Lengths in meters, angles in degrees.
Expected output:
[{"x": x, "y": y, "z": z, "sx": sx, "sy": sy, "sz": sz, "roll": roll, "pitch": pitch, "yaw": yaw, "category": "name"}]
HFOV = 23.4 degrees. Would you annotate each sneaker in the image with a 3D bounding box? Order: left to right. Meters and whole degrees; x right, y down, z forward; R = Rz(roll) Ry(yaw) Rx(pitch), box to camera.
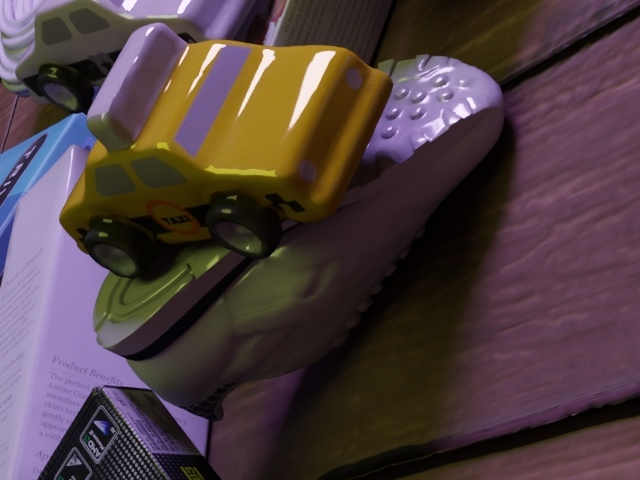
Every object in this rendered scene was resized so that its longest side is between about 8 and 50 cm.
[{"x": 0.000, "y": 0.000, "z": 0.769, "sx": 0.235, "sy": 0.095, "sz": 0.090, "roll": -35, "pitch": 31, "yaw": 15, "category": "sneaker"}]

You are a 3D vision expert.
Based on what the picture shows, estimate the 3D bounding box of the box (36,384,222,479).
[{"x": -0.091, "y": 0.198, "z": 0.734, "sx": 0.191, "sy": 0.045, "sz": 0.184, "roll": 47, "pitch": 111, "yaw": 35, "category": "box"}]

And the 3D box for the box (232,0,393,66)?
[{"x": -0.001, "y": -0.137, "z": 0.894, "sx": 0.063, "sy": 0.067, "sz": 0.324, "roll": 4, "pitch": 73, "yaw": 62, "category": "box"}]

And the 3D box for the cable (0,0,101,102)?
[{"x": -0.187, "y": -0.231, "z": 1.283, "sx": 0.257, "sy": 0.089, "sz": 0.257, "roll": -10, "pitch": 61, "yaw": 58, "category": "cable"}]

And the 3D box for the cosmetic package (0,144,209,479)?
[{"x": -0.128, "y": 0.072, "z": 0.899, "sx": 0.085, "sy": 0.117, "sz": 0.231, "roll": -38, "pitch": 37, "yaw": 43, "category": "cosmetic package"}]

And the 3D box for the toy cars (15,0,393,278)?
[{"x": -0.093, "y": -0.099, "z": 0.815, "sx": 0.176, "sy": 0.087, "sz": 0.394, "roll": -42, "pitch": 31, "yaw": 6, "category": "toy cars"}]

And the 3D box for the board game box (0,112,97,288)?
[{"x": -0.283, "y": 0.055, "z": 1.171, "sx": 0.336, "sy": 0.079, "sz": 0.254, "roll": -17, "pitch": 40, "yaw": 56, "category": "board game box"}]
